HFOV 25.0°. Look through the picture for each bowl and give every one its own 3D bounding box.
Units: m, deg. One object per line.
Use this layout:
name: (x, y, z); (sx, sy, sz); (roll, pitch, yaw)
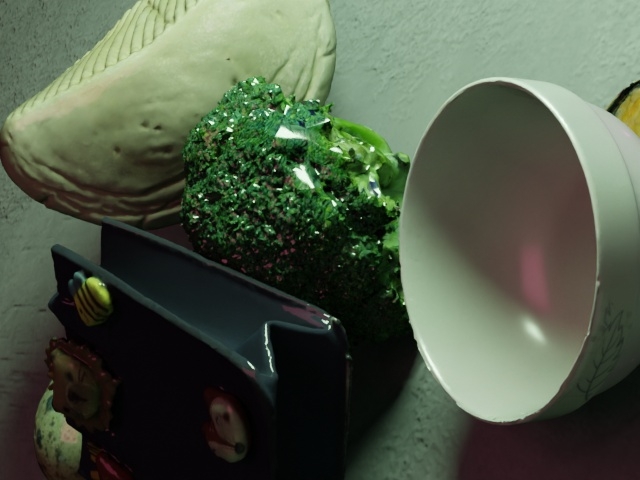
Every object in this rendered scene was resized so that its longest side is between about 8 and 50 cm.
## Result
bowl: (0.199, 0.009, 1.221); (0.287, 0.144, 0.286); (-1, 89, 62)

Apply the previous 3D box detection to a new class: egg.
egg: (-0.251, 0.205, 1.631); (0.141, 0.141, 0.181); (-16, 56, 41)

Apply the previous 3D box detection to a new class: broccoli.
broccoli: (-0.014, -0.025, 1.425); (0.265, 0.245, 0.294); (-22, 82, 50)

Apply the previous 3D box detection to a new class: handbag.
handbag: (-0.133, 0.165, 1.388); (0.329, 0.122, 0.303); (25, 129, 31)

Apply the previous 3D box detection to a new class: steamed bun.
steamed bun: (-0.144, -0.144, 1.574); (0.383, 0.236, 0.247); (-37, 16, 2)

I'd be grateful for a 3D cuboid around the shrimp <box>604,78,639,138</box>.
shrimp: (0.319, -0.052, 1.223); (0.117, 0.066, 0.262); (-55, 30, 23)
